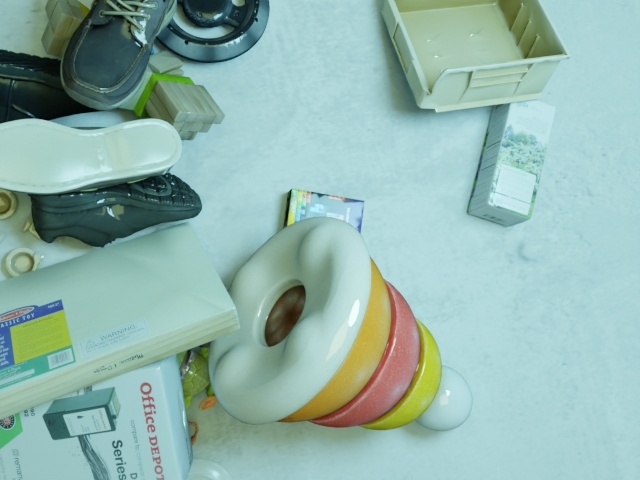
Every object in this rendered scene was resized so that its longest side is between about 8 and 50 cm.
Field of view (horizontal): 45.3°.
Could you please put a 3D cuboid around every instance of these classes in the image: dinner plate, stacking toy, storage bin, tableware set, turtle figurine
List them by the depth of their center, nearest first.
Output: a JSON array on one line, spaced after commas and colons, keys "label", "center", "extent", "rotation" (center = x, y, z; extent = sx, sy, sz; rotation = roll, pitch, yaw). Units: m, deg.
[{"label": "tableware set", "center": [-0.526, -0.014, 1.305], "extent": [0.169, 0.020, 0.141], "rotation": [23, 80, -10]}, {"label": "turtle figurine", "center": [-0.250, 0.231, 1.305], "extent": [0.217, 0.087, 0.269], "rotation": [26, 79, -9]}, {"label": "stacking toy", "center": [0.082, 0.209, 1.306], "extent": [0.480, 0.351, 0.350], "rotation": [34, 77, -33]}, {"label": "dinner plate", "center": [-0.214, 0.450, 1.326], "extent": [0.141, 0.017, 0.141], "rotation": [1, 85, -13]}, {"label": "storage bin", "center": [0.277, -0.388, 1.427], "extent": [0.260, 0.123, 0.262], "rotation": [-9, 63, -14]}]

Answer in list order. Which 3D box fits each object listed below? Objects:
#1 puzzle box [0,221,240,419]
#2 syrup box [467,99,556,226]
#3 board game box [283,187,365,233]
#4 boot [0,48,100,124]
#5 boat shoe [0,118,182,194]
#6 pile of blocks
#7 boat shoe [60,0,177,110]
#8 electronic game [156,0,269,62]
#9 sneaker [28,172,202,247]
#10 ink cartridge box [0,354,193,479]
[{"label": "puzzle box", "center": [-0.361, 0.115, 1.213], "extent": [0.409, 0.272, 0.052], "rotation": [-19, 128, -15]}, {"label": "syrup box", "center": [0.369, -0.157, 1.482], "extent": [0.093, 0.096, 0.236], "rotation": [17, 78, -10]}, {"label": "board game box", "center": [0.000, 0.000, 1.407], "extent": [0.141, 0.048, 0.170], "rotation": [8, 82, -10]}, {"label": "boot", "center": [-0.453, -0.191, 1.264], "extent": [0.247, 0.094, 0.207], "rotation": [9, 121, -13]}, {"label": "boat shoe", "center": [-0.386, -0.129, 1.202], "extent": [0.324, 0.097, 0.116], "rotation": [-10, 86, -26]}, {"label": "pile of blocks", "center": [-0.340, -0.288, 1.348], "extent": [0.362, 0.149, 0.112], "rotation": [40, 120, 3]}, {"label": "boat shoe", "center": [-0.316, -0.355, 1.218], "extent": [0.132, 0.130, 0.355], "rotation": [18, 50, -10]}, {"label": "electronic game", "center": [-0.208, -0.433, 1.407], "extent": [0.229, 0.048, 0.229], "rotation": [2, 77, -8]}, {"label": "sneaker", "center": [-0.347, -0.052, 1.306], "extent": [0.286, 0.109, 0.130], "rotation": [1, 126, -18]}, {"label": "ink cartridge box", "center": [-0.364, 0.295, 1.206], "extent": [0.289, 0.121, 0.211], "rotation": [-9, 99, -1]}]
